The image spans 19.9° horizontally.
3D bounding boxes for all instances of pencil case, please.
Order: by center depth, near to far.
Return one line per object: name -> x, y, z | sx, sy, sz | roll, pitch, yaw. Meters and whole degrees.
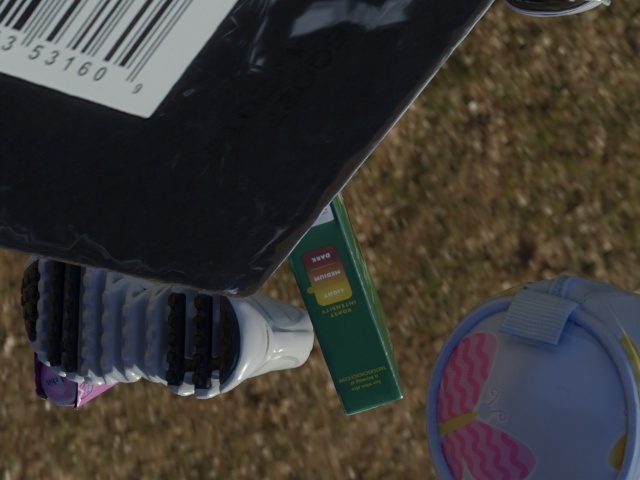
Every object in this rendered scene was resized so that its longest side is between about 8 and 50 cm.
pencil case -> 0.169, 0.075, 0.859 | 0.273, 0.113, 0.124 | -2, 118, -48

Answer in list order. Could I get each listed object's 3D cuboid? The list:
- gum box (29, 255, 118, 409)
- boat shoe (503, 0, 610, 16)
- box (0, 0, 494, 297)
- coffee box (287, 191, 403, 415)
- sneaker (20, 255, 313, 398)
gum box -> -0.254, 0.080, 1.963 | 0.062, 0.107, 0.188 | 14, 115, 27
boat shoe -> 0.246, -0.267, 1.651 | 0.105, 0.306, 0.113 | -19, 96, -36
box -> -0.133, -0.163, 0.490 | 0.182, 0.294, 0.296 | -51, 145, 18
coffee box -> 0.000, 0.000, 1.080 | 0.040, 0.113, 0.184 | -19, 115, 3
sneaker -> -0.131, 0.065, 1.475 | 0.118, 0.292, 0.110 | -3, 101, -48
